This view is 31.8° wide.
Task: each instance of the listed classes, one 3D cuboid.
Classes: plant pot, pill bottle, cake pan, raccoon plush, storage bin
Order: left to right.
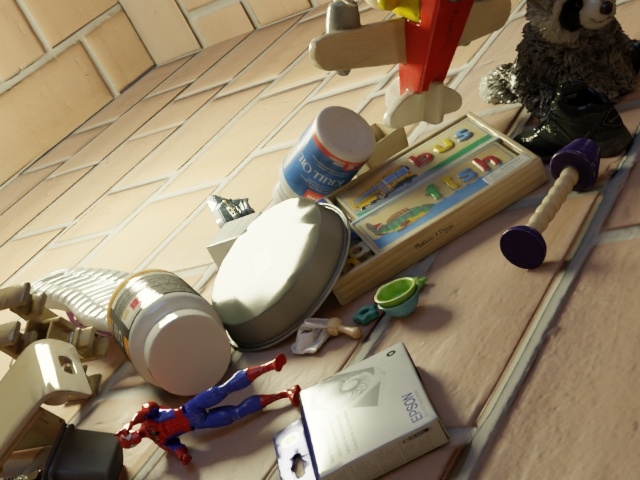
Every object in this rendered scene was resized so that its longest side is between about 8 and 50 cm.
[{"bbox_3d":[-0.344,0.339,1.648,0.091,0.098,0.135,2,25,3],"label":"storage bin"},{"bbox_3d":[-0.249,0.150,1.842,0.162,0.162,0.278,-33,21,-12],"label":"pill bottle"},{"bbox_3d":[-0.076,0.046,1.872,0.293,0.054,0.293,-33,35,27],"label":"cake pan"},{"bbox_3d":[-0.001,-0.135,2.063,0.124,0.124,0.221,-51,-1,-44],"label":"pill bottle"},{"bbox_3d":[0.115,-0.161,2.187,0.109,0.096,0.109,-37,23,-19],"label":"plant pot"},{"bbox_3d":[0.382,-0.381,2.069,0.446,0.299,0.216,-2,34,51],"label":"raccoon plush"}]

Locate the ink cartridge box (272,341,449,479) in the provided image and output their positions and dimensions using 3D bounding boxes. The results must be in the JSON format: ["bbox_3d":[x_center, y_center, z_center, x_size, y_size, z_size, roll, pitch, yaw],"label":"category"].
[{"bbox_3d":[0.036,0.238,1.439,0.224,0.045,0.223,-29,21,2],"label":"ink cartridge box"}]

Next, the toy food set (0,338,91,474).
[{"bbox_3d":[-0.466,0.307,1.702,0.306,0.092,0.220,-53,25,1],"label":"toy food set"}]

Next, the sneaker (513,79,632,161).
[{"bbox_3d":[0.401,-0.202,1.876,0.087,0.130,0.227,-39,21,-29],"label":"sneaker"}]

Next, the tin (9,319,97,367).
[{"bbox_3d":[-0.534,0.215,2.236,0.190,0.040,0.106,-27,25,6],"label":"tin"}]

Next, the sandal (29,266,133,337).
[{"bbox_3d":[-0.419,0.132,2.174,0.169,0.102,0.416,-28,26,-32],"label":"sandal"}]

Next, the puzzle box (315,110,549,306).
[{"bbox_3d":[0.153,-0.066,1.926,0.409,0.052,0.272,-31,30,-6],"label":"puzzle box"}]

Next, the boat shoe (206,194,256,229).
[{"bbox_3d":[-0.187,-0.064,2.406,0.083,0.065,0.183,-28,28,-3],"label":"boat shoe"}]

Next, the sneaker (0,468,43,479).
[{"bbox_3d":[-0.486,0.389,1.762,0.109,0.043,0.040,-30,19,-8],"label":"sneaker"}]

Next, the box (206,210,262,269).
[{"bbox_3d":[-0.139,0.020,2.087,0.087,0.101,0.102,-18,22,28],"label":"box"}]

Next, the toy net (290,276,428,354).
[{"bbox_3d":[0.051,0.107,1.724,0.232,0.045,0.122,-22,22,18],"label":"toy net"}]

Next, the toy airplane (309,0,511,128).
[{"bbox_3d":[0.177,-0.406,2.105,0.384,0.386,0.272,-47,60,3],"label":"toy airplane"}]

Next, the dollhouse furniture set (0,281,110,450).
[{"bbox_3d":[-0.514,0.230,1.939,0.161,0.212,0.242,-14,52,30],"label":"dollhouse furniture set"}]

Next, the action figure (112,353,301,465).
[{"bbox_3d":[-0.177,0.258,1.595,0.280,0.091,0.139,-22,11,17],"label":"action figure"}]

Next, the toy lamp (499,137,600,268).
[{"bbox_3d":[0.355,-0.067,1.691,0.080,0.080,0.274,-10,28,40],"label":"toy lamp"}]
